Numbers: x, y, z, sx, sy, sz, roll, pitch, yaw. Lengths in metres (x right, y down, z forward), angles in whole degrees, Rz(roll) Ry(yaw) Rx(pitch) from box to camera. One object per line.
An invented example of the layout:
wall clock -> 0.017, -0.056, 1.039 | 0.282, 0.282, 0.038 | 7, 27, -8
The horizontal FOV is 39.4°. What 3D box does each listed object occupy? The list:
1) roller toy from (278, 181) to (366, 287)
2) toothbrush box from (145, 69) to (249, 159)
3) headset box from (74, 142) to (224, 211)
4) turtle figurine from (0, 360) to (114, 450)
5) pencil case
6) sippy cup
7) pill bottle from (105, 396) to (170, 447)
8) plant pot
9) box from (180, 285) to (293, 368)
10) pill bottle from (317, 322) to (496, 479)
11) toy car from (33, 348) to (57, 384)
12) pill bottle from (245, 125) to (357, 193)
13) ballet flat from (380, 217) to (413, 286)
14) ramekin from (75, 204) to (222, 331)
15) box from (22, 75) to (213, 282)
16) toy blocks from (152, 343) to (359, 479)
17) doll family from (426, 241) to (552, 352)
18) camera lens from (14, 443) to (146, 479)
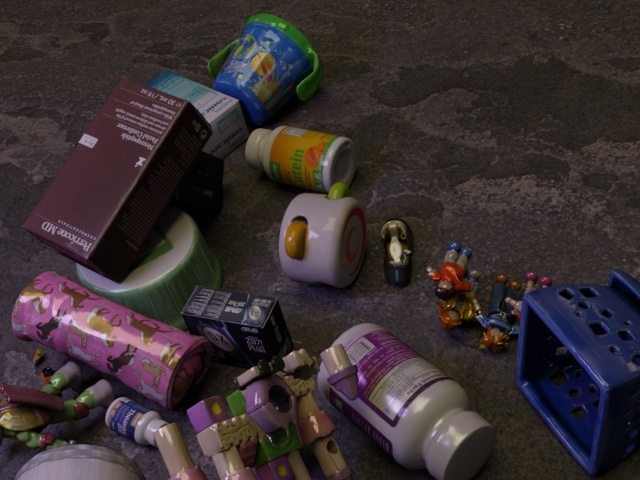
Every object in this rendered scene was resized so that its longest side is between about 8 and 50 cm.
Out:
roller toy -> 0.000, 0.000, 1.847 | 0.146, 0.191, 0.209 | 7, 45, 21
toothbrush box -> -0.366, -0.299, 2.308 | 0.295, 0.126, 0.216 | 29, 58, 35
headset box -> -0.381, -0.141, 2.048 | 0.283, 0.246, 0.131 | 1, 86, 18
turtle figurine -> -0.528, 0.368, 1.688 | 0.197, 0.275, 0.266 | -13, 14, 40
pencil case -> -0.408, 0.189, 1.734 | 0.386, 0.167, 0.160 | 22, 34, 13
sippy cup -> -0.155, -0.429, 2.327 | 0.224, 0.240, 0.305 | -55, 16, -21
pill bottle -> -0.340, 0.345, 1.680 | 0.120, 0.067, 0.067 | 17, 52, 30
plant pot -> 0.478, 0.204, 1.484 | 0.212, 0.236, 0.236 | -20, 43, -15
box -> -0.160, 0.175, 1.746 | 0.180, 0.147, 0.078 | 8, 47, 22
pill bottle -> 0.148, 0.283, 1.533 | 0.169, 0.169, 0.301 | -36, 48, -21
toy car -> -0.561, 0.273, 1.854 | 0.122, 0.060, 0.041 | 37, 107, 58
pill bottle -> -0.050, -0.195, 2.102 | 0.245, 0.136, 0.136 | 14, 51, 28
ballet flat -> 0.161, 0.005, 1.886 | 0.074, 0.074, 0.203 | -7, 44, 8
ramekin -> -0.375, 0.060, 1.923 | 0.303, 0.148, 0.303 | -8, 44, 8
box -> -0.409, -0.128, 1.823 | 0.191, 0.143, 0.381 | 22, 76, 25
toy blocks -> -0.052, 0.345, 1.409 | 0.288, 0.309, 0.260 | -7, 66, -50
doll family -> 0.317, 0.128, 1.706 | 0.262, 0.118, 0.163 | 19, 45, 9
camera lens -> -0.395, 0.486, 1.440 | 0.219, 0.219, 0.274 | -12, 43, 3
